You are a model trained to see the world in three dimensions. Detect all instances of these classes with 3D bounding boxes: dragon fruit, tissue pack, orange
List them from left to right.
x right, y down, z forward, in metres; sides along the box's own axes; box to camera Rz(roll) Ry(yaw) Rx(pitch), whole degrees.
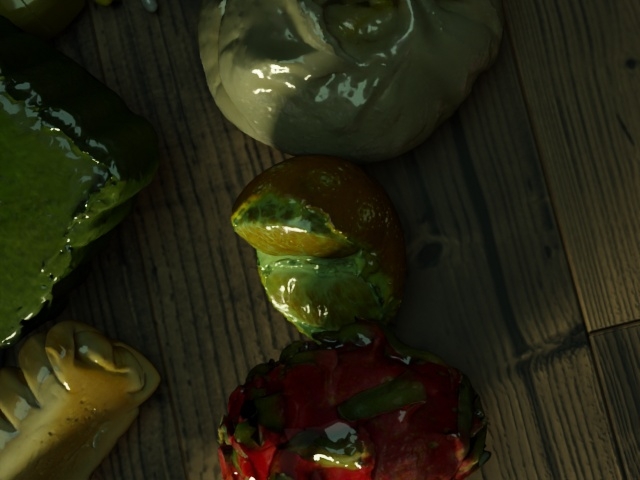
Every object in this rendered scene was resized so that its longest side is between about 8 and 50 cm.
[{"bbox_3d":[-0.387,-0.329,1.947,0.127,0.123,0.178,-40,77,0],"label":"tissue pack"},{"bbox_3d":[0.003,-0.002,1.778,0.179,0.237,0.158,-3,45,30],"label":"orange"},{"bbox_3d":[0.038,0.219,1.725,0.303,0.237,0.231,-18,122,-5],"label":"dragon fruit"}]

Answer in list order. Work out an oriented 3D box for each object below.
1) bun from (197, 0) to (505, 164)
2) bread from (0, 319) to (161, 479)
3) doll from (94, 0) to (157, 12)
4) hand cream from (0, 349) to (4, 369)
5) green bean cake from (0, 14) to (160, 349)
[{"bbox_3d":[0.021,-0.263,1.804,0.365,0.219,0.365,-2,77,11],"label":"bun"},{"bbox_3d":[-0.340,0.234,1.834,0.311,0.173,0.121,-53,42,1],"label":"bread"},{"bbox_3d":[-0.244,-0.339,1.957,0.113,0.071,0.135,-37,82,-15],"label":"doll"},{"bbox_3d":[-0.410,0.170,1.905,0.053,0.084,0.142,-10,71,13],"label":"hand cream"},{"bbox_3d":[-0.384,-0.073,1.847,0.319,0.218,0.335,42,111,1],"label":"green bean cake"}]
